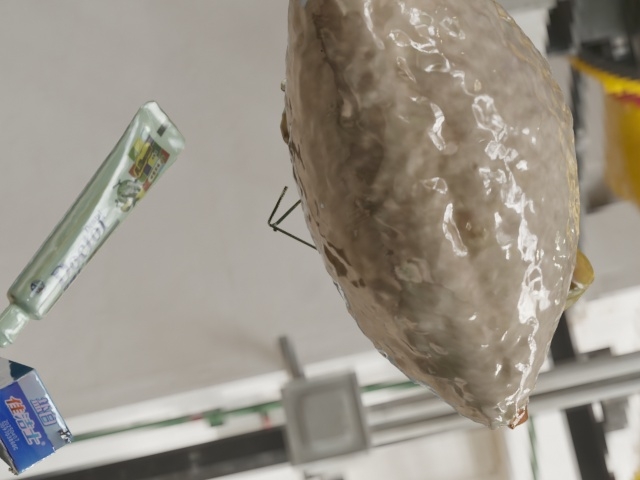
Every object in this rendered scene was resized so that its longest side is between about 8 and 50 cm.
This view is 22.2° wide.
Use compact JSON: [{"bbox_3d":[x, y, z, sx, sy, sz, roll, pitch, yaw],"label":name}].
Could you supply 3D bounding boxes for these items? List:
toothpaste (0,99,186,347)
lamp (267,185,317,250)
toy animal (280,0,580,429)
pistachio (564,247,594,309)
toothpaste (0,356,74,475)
[{"bbox_3d":[-0.209,-0.011,1.443,0.037,0.255,0.067,23,-20,44],"label":"toothpaste"},{"bbox_3d":[0.001,0.001,1.611,0.121,0.054,0.041,43,25,27],"label":"lamp"},{"bbox_3d":[0.075,-0.049,1.091,0.226,0.188,0.358,-104,-179,-87],"label":"toy animal"},{"bbox_3d":[0.139,0.019,1.406,0.110,0.189,0.100,98,-9,-60],"label":"pistachio"},{"bbox_3d":[-0.249,0.135,1.298,0.066,0.053,0.272,61,-15,-7],"label":"toothpaste"}]
